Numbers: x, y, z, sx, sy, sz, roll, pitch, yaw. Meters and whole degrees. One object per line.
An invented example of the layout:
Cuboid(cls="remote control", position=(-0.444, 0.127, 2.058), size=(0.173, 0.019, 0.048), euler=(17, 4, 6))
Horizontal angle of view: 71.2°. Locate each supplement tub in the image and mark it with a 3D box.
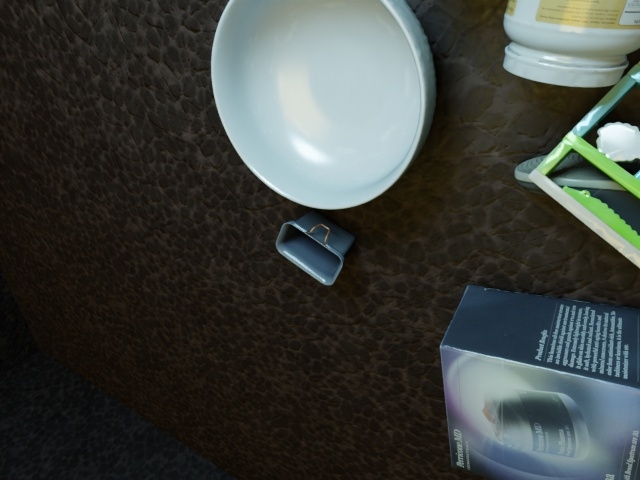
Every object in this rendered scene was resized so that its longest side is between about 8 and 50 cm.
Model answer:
Cuboid(cls="supplement tub", position=(0.271, -0.271, 0.445), size=(0.144, 0.144, 0.199), euler=(20, 129, 23))

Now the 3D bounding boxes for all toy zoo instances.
Cuboid(cls="toy zoo", position=(0.398, -0.117, 0.460), size=(0.192, 0.030, 0.293), euler=(49, 116, 21))

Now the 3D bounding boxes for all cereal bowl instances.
Cuboid(cls="cereal bowl", position=(0.012, -0.223, 0.659), size=(0.339, 0.141, 0.338), euler=(17, 128, 24))

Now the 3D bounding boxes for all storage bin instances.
Cuboid(cls="storage bin", position=(0.000, 0.000, 0.854), size=(0.135, 0.091, 0.098), euler=(34, 133, 10))

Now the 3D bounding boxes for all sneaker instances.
Cuboid(cls="sneaker", position=(0.366, -0.041, 0.581), size=(0.222, 0.083, 0.118), euler=(13, 130, 30))

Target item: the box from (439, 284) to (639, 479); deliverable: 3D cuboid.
Cuboid(cls="box", position=(0.366, 0.256, 0.718), size=(0.294, 0.183, 0.296), euler=(6, 122, 33))
